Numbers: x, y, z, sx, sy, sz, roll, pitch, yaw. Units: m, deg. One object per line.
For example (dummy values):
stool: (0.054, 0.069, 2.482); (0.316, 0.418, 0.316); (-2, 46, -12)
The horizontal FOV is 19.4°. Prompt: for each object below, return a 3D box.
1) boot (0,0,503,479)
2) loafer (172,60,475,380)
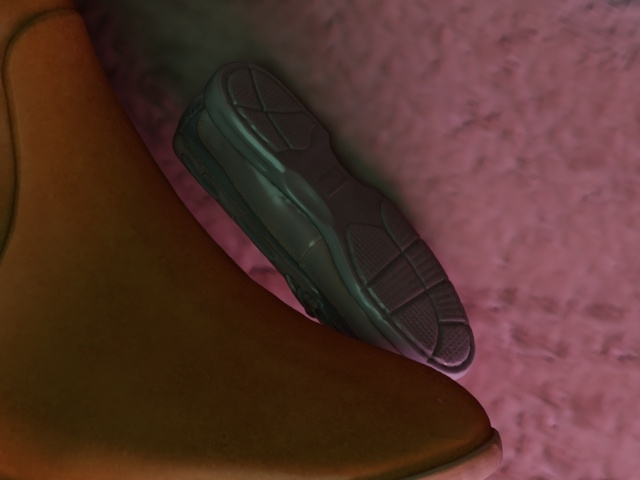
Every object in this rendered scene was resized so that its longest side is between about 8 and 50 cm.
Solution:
boot: (-0.086, -0.031, 0.571); (0.295, 0.104, 0.211); (4, 99, 25)
loafer: (0.000, 0.000, 0.606); (0.125, 0.045, 0.039); (52, 128, 6)
